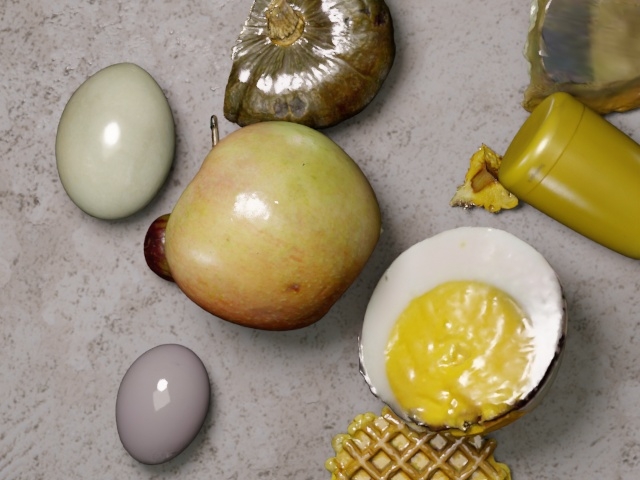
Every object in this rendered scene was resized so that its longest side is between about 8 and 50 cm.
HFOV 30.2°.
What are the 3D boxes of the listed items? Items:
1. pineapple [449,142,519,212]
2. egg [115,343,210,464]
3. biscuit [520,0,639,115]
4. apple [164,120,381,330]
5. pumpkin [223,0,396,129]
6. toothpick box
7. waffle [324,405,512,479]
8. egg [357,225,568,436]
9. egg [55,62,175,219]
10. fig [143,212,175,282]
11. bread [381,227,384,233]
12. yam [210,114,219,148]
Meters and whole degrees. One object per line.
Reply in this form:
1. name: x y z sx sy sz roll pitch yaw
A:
1. pineapple: 0.254 -0.083 1.895 0.114 0.077 0.114 -37 83 16
2. egg: -0.252 0.261 1.888 0.146 0.146 0.199 23 98 4
3. biscuit: 0.437 -0.358 1.851 0.329 0.078 0.335 -22 102 4
4. apple: -0.062 -0.014 1.765 0.277 0.319 0.319 30 92 5
5. pumpkin: -0.002 -0.307 1.829 0.232 0.242 0.325 18 95 12
6. toothpick box: 0.427 -0.090 1.828 0.271 0.175 0.175 32 92 -6
7. waffle: 0.154 0.395 1.904 0.300 0.058 0.282 -22 89 3
8. egg: 0.239 0.150 1.827 0.337 0.201 0.337 -7 74 25
9. egg: -0.322 -0.155 1.874 0.186 0.186 0.253 14 94 4
10. fig: -0.208 0.018 1.909 0.154 0.103 0.109 13 113 11
11. bread: -0.005 -0.001 1.928 0.193 0.036 0.112 -36 86 3
12. yam: -0.173 -0.153 1.950 0.014 0.014 0.107 -3 89 4
